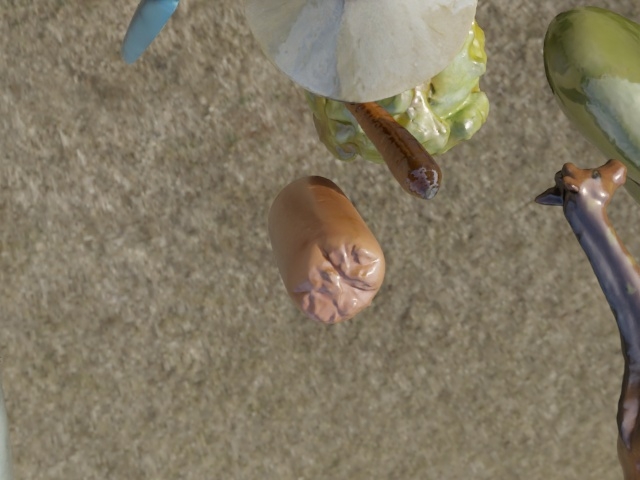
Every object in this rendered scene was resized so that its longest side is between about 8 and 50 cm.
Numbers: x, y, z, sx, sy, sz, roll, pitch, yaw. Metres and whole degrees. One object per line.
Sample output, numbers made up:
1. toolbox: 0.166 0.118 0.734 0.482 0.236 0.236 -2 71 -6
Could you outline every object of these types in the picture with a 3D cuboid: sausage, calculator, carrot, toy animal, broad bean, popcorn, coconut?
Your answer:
1. sausage: -0.001 0.000 0.897 0.086 0.289 0.086 -2 104 -7
2. calculator: -0.265 -0.429 1.739 0.054 0.386 0.256 27 78 -14
3. carrot: 0.063 -0.128 1.130 0.048 0.216 0.048 -30 155 -16
4. toy animal: 0.192 0.088 0.533 0.230 0.224 0.066 29 155 -11
5. broad bean: 0.289 -0.120 0.903 0.121 0.189 0.263 -29 147 25
6. popcorn: 0.100 -0.261 1.391 0.279 0.335 0.274 27 144 -32
7. coconut: 0.033 -0.218 0.887 0.202 0.222 0.202 0 96 0

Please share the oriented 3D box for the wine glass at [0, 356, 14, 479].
1. wine glass: -0.221 0.205 0.644 0.074 0.262 0.074 -5 174 -1
